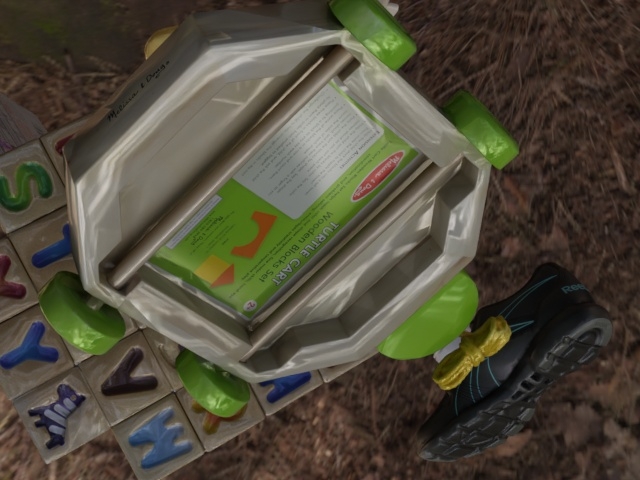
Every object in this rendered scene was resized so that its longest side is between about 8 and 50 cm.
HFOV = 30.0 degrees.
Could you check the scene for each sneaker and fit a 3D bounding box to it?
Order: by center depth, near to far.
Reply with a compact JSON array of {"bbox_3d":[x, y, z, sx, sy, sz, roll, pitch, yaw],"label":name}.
[{"bbox_3d":[0.195,0.136,1.283,0.267,0.101,0.106,-46,51,22],"label":"sneaker"}]

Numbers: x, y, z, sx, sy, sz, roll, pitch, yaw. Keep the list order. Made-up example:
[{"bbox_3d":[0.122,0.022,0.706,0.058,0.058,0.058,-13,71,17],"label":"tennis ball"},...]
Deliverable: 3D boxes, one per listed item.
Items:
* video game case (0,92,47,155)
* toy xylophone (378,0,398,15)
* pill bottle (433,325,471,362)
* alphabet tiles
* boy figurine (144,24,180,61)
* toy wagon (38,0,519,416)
[{"bbox_3d":[-0.387,-0.114,1.361,0.061,0.269,0.244,-47,137,6],"label":"video game case"},{"bbox_3d":[0.043,-0.180,1.553,0.081,0.236,0.323,16,73,-18],"label":"toy xylophone"},{"bbox_3d":[0.151,0.101,1.817,0.193,0.108,0.108,45,108,15],"label":"pill bottle"},{"bbox_3d":[-0.108,0.019,0.962,0.342,0.011,0.285,-29,96,-18],"label":"alphabet tiles"},{"bbox_3d":[-0.152,-0.175,1.569,0.092,0.177,0.285,-19,133,0],"label":"boy figurine"},{"bbox_3d":[0.000,0.000,0.766,0.267,0.068,0.344,-43,134,13],"label":"toy wagon"}]
